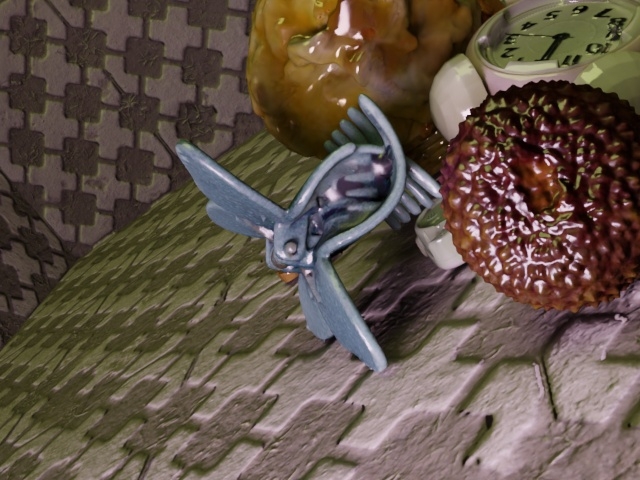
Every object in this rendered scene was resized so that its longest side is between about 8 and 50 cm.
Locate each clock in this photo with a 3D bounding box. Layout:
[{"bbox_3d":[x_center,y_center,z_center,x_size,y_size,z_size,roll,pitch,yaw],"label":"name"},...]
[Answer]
[{"bbox_3d":[0.354,-0.246,1.352,0.342,0.184,0.326,2,36,38],"label":"clock"},{"bbox_3d":[0.206,-0.032,1.384,0.151,0.062,0.191,-39,14,-4],"label":"clock"}]

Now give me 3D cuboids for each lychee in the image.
[{"bbox_3d":[0.255,-0.051,1.018,0.271,0.271,0.271,-35,15,11],"label":"lychee"}]

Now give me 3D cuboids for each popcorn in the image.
[{"bbox_3d":[0.057,-0.327,1.504,0.344,0.354,0.390,2,-27,-31],"label":"popcorn"}]

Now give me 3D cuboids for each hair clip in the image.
[{"bbox_3d":[0.011,-0.033,1.333,0.238,0.392,0.318,-43,-1,-13],"label":"hair clip"}]

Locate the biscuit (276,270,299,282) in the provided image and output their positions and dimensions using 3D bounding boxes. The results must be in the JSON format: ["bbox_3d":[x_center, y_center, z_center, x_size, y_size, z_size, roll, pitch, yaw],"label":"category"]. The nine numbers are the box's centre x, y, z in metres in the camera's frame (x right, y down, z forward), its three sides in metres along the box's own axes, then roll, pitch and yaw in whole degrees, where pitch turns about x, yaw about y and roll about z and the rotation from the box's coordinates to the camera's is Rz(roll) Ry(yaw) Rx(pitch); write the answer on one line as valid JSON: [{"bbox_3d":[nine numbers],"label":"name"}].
[{"bbox_3d":[-0.002,0.001,1.828,0.144,0.040,0.236,-20,20,31],"label":"biscuit"}]

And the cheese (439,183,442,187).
[{"bbox_3d":[0.281,-0.120,1.498,0.251,0.054,0.127,-19,20,51],"label":"cheese"}]

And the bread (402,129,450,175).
[{"bbox_3d":[0.166,-0.245,1.749,0.142,0.253,0.227,-32,-12,13],"label":"bread"}]

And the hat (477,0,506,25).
[{"bbox_3d":[0.286,-0.330,1.865,0.233,0.244,0.233,-41,-1,-44],"label":"hat"}]

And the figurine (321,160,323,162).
[{"bbox_3d":[0.102,-0.220,2.060,0.274,0.226,0.394,112,-178,-50],"label":"figurine"}]
